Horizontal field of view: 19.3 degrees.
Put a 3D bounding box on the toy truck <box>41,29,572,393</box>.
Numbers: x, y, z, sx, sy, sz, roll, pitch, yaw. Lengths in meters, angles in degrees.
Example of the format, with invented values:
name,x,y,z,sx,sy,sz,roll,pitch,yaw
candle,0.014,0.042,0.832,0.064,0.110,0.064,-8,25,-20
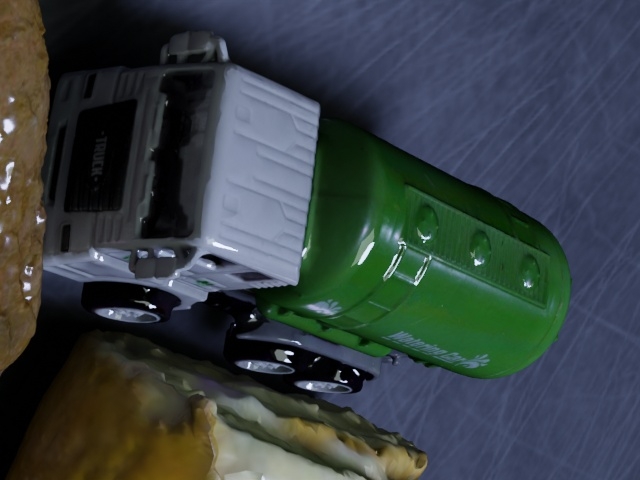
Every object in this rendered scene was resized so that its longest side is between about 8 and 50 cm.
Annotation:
name,x,y,z,sx,sy,sz,roll,pitch,yaw
toy truck,0.000,0.000,0.793,0.242,0.125,0.101,23,70,-47

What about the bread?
name,x,y,z,sx,sy,sz,roll,pitch,yaw
bread,-0.099,0.233,0.844,0.236,0.165,0.375,26,96,-52

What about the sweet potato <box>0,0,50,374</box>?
name,x,y,z,sx,sy,sz,roll,pitch,yaw
sweet potato,-0.157,0.002,0.698,0.114,0.092,0.341,14,112,-5
